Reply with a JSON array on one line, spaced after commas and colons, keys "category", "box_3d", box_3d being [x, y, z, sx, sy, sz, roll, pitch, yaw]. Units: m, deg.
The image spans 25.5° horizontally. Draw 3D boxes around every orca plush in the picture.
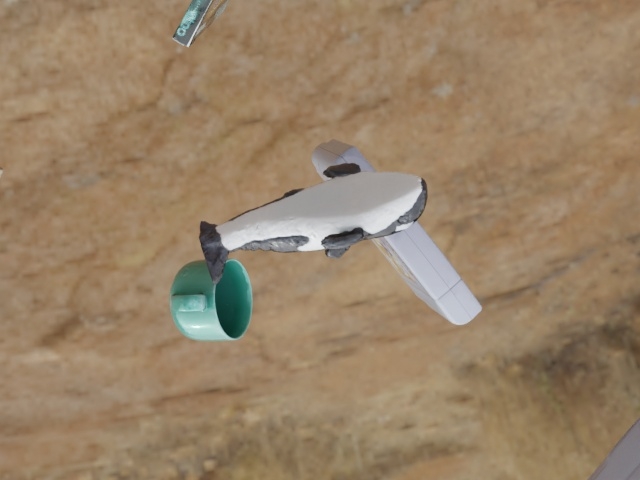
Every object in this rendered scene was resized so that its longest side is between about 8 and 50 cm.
[{"category": "orca plush", "box_3d": [0.000, 0.000, 1.759, 0.287, 0.151, 0.102, -24, 129, -4]}]

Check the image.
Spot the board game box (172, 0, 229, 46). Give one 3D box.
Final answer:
[{"category": "board game box", "box_3d": [-0.126, -0.322, 1.773, 0.026, 0.186, 0.126, 31, 114, -3]}]

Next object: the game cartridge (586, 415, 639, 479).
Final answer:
[{"category": "game cartridge", "box_3d": [0.320, 0.201, 1.101, 0.196, 0.294, 0.060, -47, 110, 0]}]

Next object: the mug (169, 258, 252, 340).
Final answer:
[{"category": "mug", "box_3d": [-0.183, 0.087, 2.208, 0.097, 0.129, 0.158, -3, 147, 25]}]

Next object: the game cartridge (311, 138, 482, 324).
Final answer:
[{"category": "game cartridge", "box_3d": [0.104, -0.011, 1.974, 0.062, 0.297, 0.198, -39, -167, 1]}]

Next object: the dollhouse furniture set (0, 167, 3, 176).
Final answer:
[{"category": "dollhouse furniture set", "box_3d": [-0.442, -0.025, 1.552, 0.144, 0.151, 0.123, 20, 108, -17]}]
